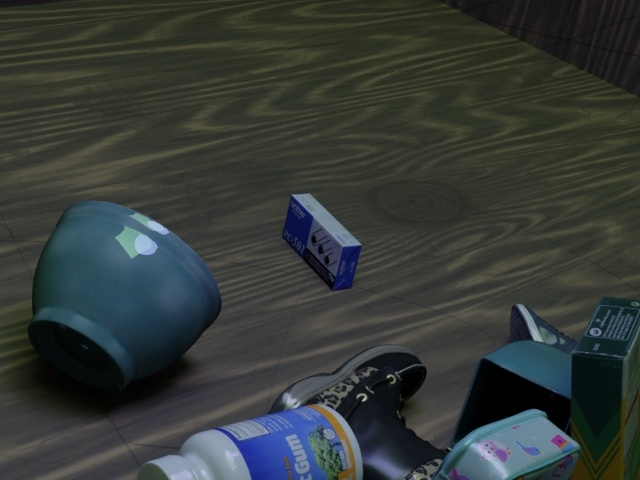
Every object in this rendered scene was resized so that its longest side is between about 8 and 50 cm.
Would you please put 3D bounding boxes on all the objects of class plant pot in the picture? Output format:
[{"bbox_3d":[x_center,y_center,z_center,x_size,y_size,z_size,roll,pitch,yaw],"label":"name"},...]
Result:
[{"bbox_3d":[0.349,0.260,2.138,0.166,0.165,0.234,25,22,21],"label":"plant pot"},{"bbox_3d":[-0.326,0.109,2.030,0.293,0.293,0.196,21,54,15],"label":"plant pot"}]

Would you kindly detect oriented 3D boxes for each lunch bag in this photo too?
[{"bbox_3d":[0.221,0.362,1.762,0.224,0.279,0.108,-14,47,-46],"label":"lunch bag"}]

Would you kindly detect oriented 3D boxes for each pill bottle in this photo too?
[{"bbox_3d":[-0.093,0.310,1.702,0.272,0.152,0.152,-10,35,-37],"label":"pill bottle"}]

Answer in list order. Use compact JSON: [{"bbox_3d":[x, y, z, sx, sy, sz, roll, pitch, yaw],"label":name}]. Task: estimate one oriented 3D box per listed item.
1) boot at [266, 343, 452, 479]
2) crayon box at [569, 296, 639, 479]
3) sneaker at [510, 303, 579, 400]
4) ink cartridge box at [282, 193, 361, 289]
[{"bbox_3d":[0.118,0.300,1.982,0.284,0.138,0.377,36,23,25],"label":"boot"},{"bbox_3d":[0.439,0.273,2.002,0.083,0.322,0.203,5,23,22],"label":"crayon box"},{"bbox_3d":[0.446,0.192,2.363,0.164,0.086,0.226,-9,43,-17],"label":"sneaker"},{"bbox_3d":[0.000,0.000,2.533,0.046,0.097,0.207,-5,32,-31],"label":"ink cartridge box"}]
